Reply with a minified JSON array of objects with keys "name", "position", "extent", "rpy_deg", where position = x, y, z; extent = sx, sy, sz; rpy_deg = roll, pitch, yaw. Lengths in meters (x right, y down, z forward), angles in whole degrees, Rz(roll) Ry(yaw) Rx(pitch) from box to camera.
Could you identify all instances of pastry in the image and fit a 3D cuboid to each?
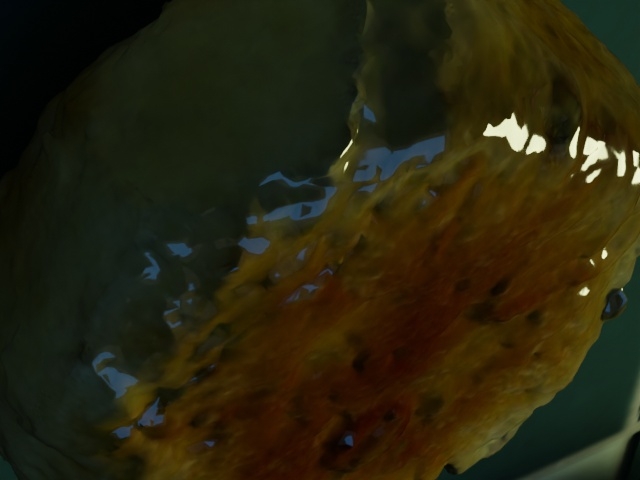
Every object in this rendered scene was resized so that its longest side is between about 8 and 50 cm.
[{"name":"pastry","position":[0.000,0.000,0.481],"extent":[0.192,0.093,0.182],"rpy_deg":[2,135,-46]}]
